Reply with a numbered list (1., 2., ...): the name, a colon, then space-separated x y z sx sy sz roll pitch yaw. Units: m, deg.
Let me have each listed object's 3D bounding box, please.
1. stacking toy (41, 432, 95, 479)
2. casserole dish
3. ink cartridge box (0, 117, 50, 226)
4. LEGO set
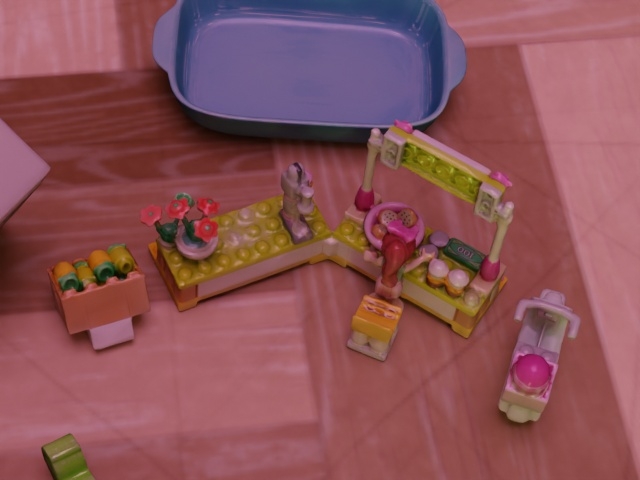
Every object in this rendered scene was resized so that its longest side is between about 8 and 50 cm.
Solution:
1. stacking toy: -0.149 0.205 0.739 0.167 0.052 0.221 -22 61 -18
2. casserole dish: -0.007 -0.106 0.966 0.188 0.037 0.114 4 56 -4
3. ink cartridge box: -0.304 -0.053 0.791 0.273 0.115 0.198 45 61 -9
4. LEGO set: 0.000 0.000 0.854 0.287 0.107 0.132 11 56 2
